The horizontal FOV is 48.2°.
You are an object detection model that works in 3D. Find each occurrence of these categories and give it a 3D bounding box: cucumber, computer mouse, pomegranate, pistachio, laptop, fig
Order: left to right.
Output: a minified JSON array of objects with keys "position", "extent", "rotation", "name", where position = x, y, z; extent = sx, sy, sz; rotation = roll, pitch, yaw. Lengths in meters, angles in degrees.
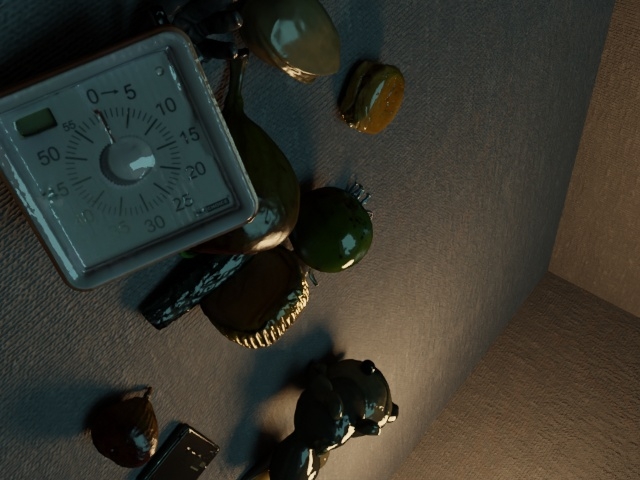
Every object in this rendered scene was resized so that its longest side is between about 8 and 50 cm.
[{"position":[-0.349,0.328,1.279],"extent":[0.119,0.153,0.119],"rotation":[-7,118,-14],"name":"fig"},{"position":[-0.303,0.489,1.563],"extent":[0.154,0.026,0.207],"rotation":[-52,152,-16],"name":"laptop"},{"position":[-0.209,0.080,1.253],"extent":[0.211,0.062,0.078],"rotation":[-45,160,-14],"name":"cucumber"},{"position":[-0.125,-0.136,1.113],"extent":[0.217,0.216,0.321],"rotation":[9,87,-61],"name":"fig"},{"position":[-0.145,0.634,1.953],"extent":[0.199,0.044,0.102],"rotation":[-33,140,-42],"name":"computer mouse"},{"position":[-0.042,-0.314,1.104],"extent":[0.136,0.135,0.226],"rotation":[-62,152,5],"name":"pistachio"},{"position":[0.000,0.000,1.460],"extent":[0.224,0.181,0.181],"rotation":[-48,160,28],"name":"pomegranate"}]

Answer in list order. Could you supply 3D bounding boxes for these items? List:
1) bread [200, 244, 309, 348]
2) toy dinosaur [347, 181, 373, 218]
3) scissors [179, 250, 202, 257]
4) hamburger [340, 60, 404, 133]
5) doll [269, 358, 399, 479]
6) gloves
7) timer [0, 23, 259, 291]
[{"position":[-0.118,0.100,1.324],"extent":[0.199,0.199,0.104],"rotation":[-50,152,-18],"name":"bread"},{"position":[0.075,-0.086,1.619],"extent":[0.080,0.045,0.197],"rotation":[-49,146,7],"name":"toy dinosaur"},{"position":[-0.254,0.006,1.173],"extent":[0.204,0.027,0.101],"rotation":[-29,137,-49],"name":"scissors"},{"position":[0.108,-0.287,1.435],"extent":[0.138,0.083,0.147],"rotation":[-7,125,-62],"name":"hamburger"},{"position":[0.023,0.472,1.933],"extent":[0.378,0.252,0.382],"rotation":[-42,159,22],"name":"doll"},{"position":[-0.195,-0.226,0.957],"extent":[0.142,0.119,0.286],"rotation":[-28,154,-57],"name":"gloves"},{"position":[-0.241,-0.111,0.866],"extent":[0.257,0.161,0.250],"rotation":[-23,131,-4],"name":"timer"}]
